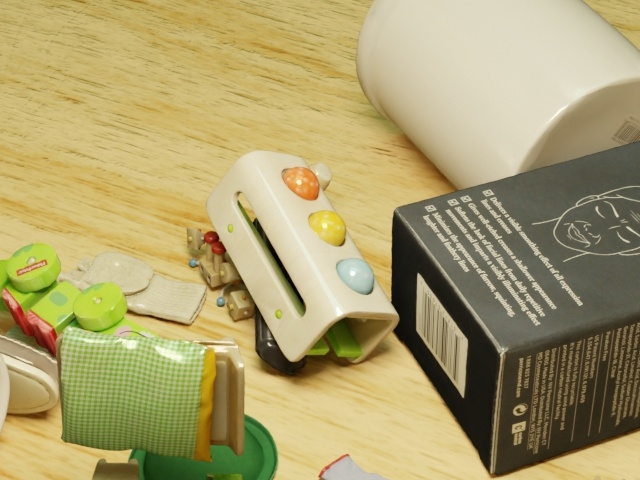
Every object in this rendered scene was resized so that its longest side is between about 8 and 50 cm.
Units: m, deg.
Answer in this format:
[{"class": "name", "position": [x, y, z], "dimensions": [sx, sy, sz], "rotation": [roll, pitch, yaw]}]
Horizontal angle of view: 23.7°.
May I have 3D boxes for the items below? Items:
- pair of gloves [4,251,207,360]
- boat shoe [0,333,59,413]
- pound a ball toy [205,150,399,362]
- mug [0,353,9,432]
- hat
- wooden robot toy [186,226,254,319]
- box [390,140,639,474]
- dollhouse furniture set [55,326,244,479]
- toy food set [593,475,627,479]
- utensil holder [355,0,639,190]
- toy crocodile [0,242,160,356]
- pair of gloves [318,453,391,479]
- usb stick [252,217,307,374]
[{"class": "pair of gloves", "position": [-0.284, 0.099, 2.003], "dimensions": [0.204, 0.042, 0.240], "rotation": [17, 41, 20]}, {"class": "boat shoe", "position": [-0.457, 0.134, 1.907], "dimensions": [0.324, 0.116, 0.096], "rotation": [9, 43, 20]}, {"class": "pound a ball toy", "position": [0.000, 0.000, 1.990], "dimensions": [0.208, 0.135, 0.319], "rotation": [6, 45, -45]}, {"class": "mug", "position": [-0.469, 0.184, 1.661], "dimensions": [0.276, 0.374, 0.328], "rotation": [13, 80, 26]}, {"class": "hat", "position": [-0.150, 0.203, 1.759], "dimensions": [0.208, 0.183, 0.173], "rotation": [-32, 49, -33]}, {"class": "wooden robot toy", "position": [-0.116, 0.031, 2.066], "dimensions": [0.079, 0.076, 0.173], "rotation": [-10, 39, -28]}, {"class": "box", "position": [0.323, 0.070, 1.896], "dimensions": [0.396, 0.212, 0.293], "rotation": [-15, 41, -16]}, {"class": "dollhouse furniture set", "position": [-0.179, 0.253, 1.604], "dimensions": [0.198, 0.301, 0.151], "rotation": [1, 37, -1]}, {"class": "toy food set", "position": [0.369, 0.312, 1.752], "dimensions": [0.122, 0.019, 0.078], "rotation": [15, 41, 7]}, {"class": "utensil holder", "position": [0.281, -0.200, 2.149], "dimensions": [0.328, 0.327, 0.385], "rotation": [-18, 45, -20]}, {"class": "toy crocodile", "position": [-0.310, 0.101, 1.888], "dimensions": [0.341, 0.115, 0.105], "rotation": [26, 58, 36]}, {"class": "pair of gloves", "position": [0.017, 0.323, 1.739], "dimensions": [0.198, 0.023, 0.159], "rotation": [-27, 44, -30]}, {"class": "usb stick", "position": [-0.056, 0.066, 2.022], "dimensions": [0.077, 0.045, 0.278], "rotation": [31, 31, -26]}]
